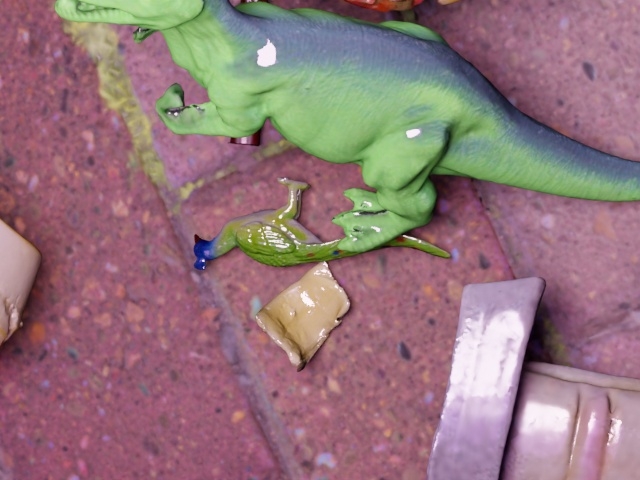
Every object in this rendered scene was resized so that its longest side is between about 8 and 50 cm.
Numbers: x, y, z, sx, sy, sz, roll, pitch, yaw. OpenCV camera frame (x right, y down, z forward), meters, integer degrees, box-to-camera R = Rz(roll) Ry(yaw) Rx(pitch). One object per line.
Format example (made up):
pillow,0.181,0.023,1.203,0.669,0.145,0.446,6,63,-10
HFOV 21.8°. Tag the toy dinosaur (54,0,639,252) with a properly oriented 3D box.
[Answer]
toy dinosaur,0.090,-0.130,1.183,0.499,0.374,0.144,-3,65,11

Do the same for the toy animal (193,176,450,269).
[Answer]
toy animal,-0.002,-0.017,1.367,0.216,0.041,0.075,-3,91,10

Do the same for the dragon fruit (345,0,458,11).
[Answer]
dragon fruit,0.041,-0.294,1.216,0.291,0.269,0.250,56,135,27

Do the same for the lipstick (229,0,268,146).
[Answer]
lipstick,-0.056,-0.167,1.377,0.027,0.027,0.177,5,93,14

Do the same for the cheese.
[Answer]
cheese,-0.011,0.062,1.373,0.060,0.041,0.084,46,71,1

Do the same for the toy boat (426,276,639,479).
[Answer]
toy boat,0.198,0.189,1.300,0.293,0.111,0.276,26,107,1

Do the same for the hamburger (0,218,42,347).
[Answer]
hamburger,-0.377,0.000,1.370,0.295,0.227,0.151,30,77,14
